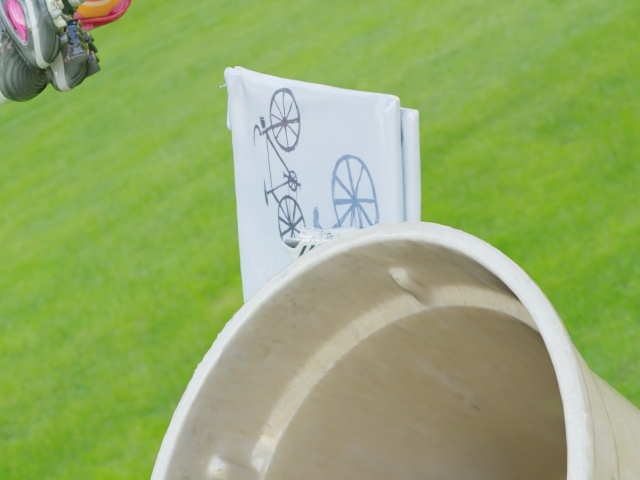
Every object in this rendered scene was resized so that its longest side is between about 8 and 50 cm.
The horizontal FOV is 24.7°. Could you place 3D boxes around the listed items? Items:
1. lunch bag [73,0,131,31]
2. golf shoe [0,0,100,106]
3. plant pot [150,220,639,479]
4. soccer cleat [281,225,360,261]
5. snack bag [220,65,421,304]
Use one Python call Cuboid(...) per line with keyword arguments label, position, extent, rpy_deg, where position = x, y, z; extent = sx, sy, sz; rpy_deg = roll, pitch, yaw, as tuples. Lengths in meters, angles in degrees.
Cuboid(label="lunch bag", position=(-0.333, -0.306, 1.368), extent=(0.293, 0.258, 0.120), rpy_deg=(-15, 6, -33))
Cuboid(label="golf shoe", position=(-0.228, -0.203, 0.939), extent=(0.120, 0.105, 0.272), rpy_deg=(-20, 59, 9))
Cuboid(label="plant pot", position=(0.110, 0.198, 0.900), extent=(0.334, 0.305, 0.333), rpy_deg=(-25, 51, 37))
Cuboid(label="soccer cleat", position=(0.000, 0.000, 1.353), extent=(0.083, 0.035, 0.029), rpy_deg=(-20, 29, 40))
Cuboid(label="snack bag", position=(0.000, 0.000, 1.447), extent=(0.037, 0.323, 0.342), rpy_deg=(-12, 16, -28))
